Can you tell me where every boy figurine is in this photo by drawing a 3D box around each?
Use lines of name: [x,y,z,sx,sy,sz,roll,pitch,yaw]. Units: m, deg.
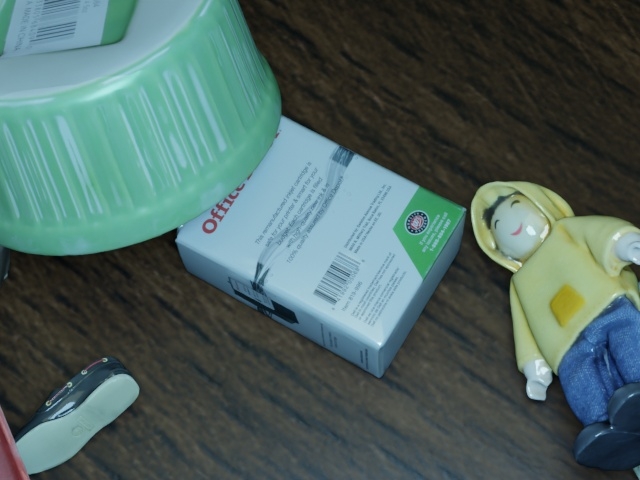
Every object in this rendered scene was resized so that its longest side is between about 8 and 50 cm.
boy figurine: [0.214,0.046,1.316,0.092,0.177,0.285,9,43,-33]

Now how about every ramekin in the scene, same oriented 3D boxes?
ramekin: [-0.196,-0.143,1.349,0.303,0.148,0.303,-9,41,8]

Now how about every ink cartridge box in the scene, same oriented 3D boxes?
ink cartridge box: [0.000,0.000,1.379,0.208,0.087,0.153,29,71,13]

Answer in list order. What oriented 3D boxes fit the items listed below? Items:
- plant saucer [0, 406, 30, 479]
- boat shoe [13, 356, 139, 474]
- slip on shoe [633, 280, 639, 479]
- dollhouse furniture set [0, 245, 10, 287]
plant saucer: [-0.376,0.147,1.180,0.259,0.048,0.258,-19,76,-24]
boat shoe: [-0.218,0.151,1.349,0.133,0.049,0.042,-38,43,-6]
slip on shoe: [0.334,0.181,1.291,0.101,0.123,0.331,-6,59,-34]
dollhouse furniture set: [-0.449,0.077,1.382,0.303,0.174,0.355,16,45,7]
